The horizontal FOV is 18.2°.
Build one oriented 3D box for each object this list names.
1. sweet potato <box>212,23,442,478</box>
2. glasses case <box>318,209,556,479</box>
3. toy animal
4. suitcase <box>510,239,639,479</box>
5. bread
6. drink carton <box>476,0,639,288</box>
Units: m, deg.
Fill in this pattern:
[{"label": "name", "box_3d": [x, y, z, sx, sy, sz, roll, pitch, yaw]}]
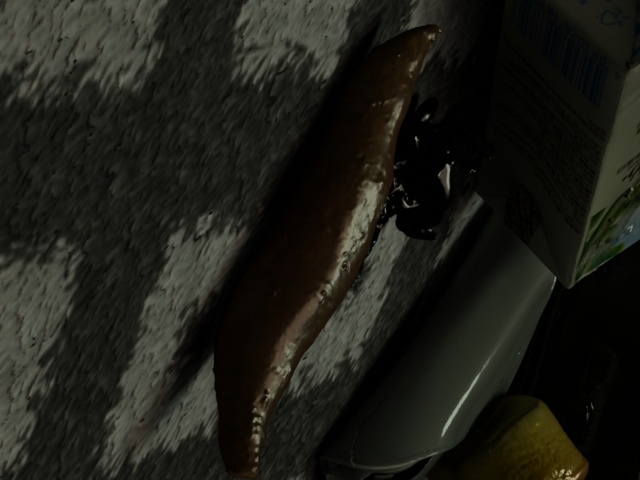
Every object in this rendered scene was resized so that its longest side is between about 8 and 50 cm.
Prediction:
[{"label": "sweet potato", "box_3d": [0.000, 0.000, 1.243, 0.314, 0.066, 0.072, -63, 167, -14]}, {"label": "glasses case", "box_3d": [0.111, 0.104, 1.616, 0.308, 0.083, 0.128, -54, 157, -28]}, {"label": "toy animal", "box_3d": [0.075, -0.046, 1.407, 0.220, 0.062, 0.108, -48, 172, -43]}, {"label": "suitcase", "box_3d": [0.340, 0.081, 2.009, 0.434, 0.194, 0.283, -40, 149, -50]}, {"label": "bread", "box_3d": [0.150, 0.192, 1.681, 0.102, 0.094, 0.245, -35, -179, -11]}, {"label": "drink carton", "box_3d": [0.234, -0.127, 1.475, 0.194, 0.132, 0.324, -33, 156, -17]}]
